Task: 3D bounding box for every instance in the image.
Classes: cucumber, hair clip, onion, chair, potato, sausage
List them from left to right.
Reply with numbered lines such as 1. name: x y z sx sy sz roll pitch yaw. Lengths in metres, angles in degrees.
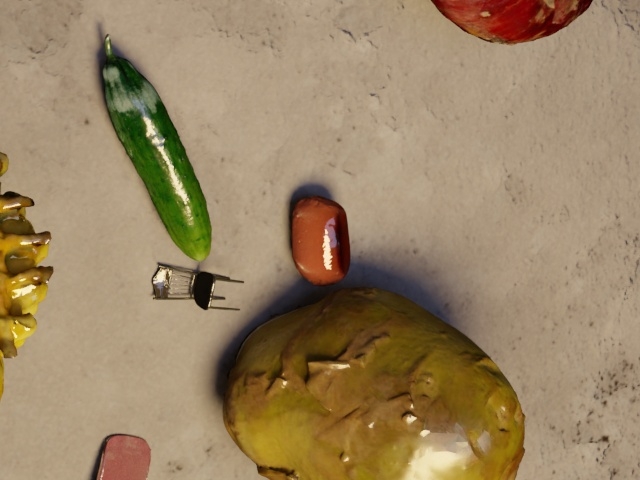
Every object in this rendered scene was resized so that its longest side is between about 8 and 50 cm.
1. hair clip: -0.211 0.264 1.582 0.054 0.022 0.137 15 97 -32
2. cucumber: -0.156 -0.082 1.497 0.056 0.056 0.250 -32 116 -15
3. chair: -0.121 0.048 1.556 0.086 0.042 0.037 7 97 -28
4. sausage: -0.001 0.000 1.593 0.054 0.059 0.094 1 108 19
5. potato: 0.064 0.170 1.547 0.299 0.196 0.247 28 77 -7
6. onion: 0.190 -0.316 1.528 0.246 0.190 0.246 -24 132 -29

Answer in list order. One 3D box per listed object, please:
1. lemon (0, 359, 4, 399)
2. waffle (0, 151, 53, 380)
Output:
1. lemon: -0.369 0.133 1.384 0.180 0.180 0.193 -12 120 -23
2. waffle: -0.377 0.029 1.295 0.329 0.329 0.062 -8 148 -24
